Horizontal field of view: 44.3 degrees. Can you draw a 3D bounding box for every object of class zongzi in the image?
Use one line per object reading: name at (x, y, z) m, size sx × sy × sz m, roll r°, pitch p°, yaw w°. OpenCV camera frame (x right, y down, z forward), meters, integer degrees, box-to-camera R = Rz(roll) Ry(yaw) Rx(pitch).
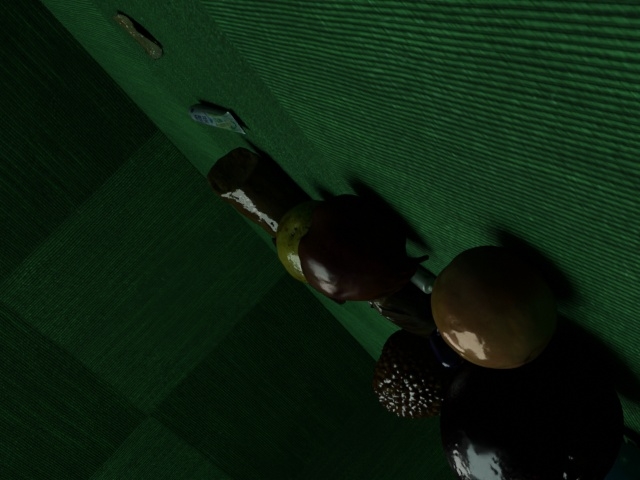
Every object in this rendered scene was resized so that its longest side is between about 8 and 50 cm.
zongzi at (0.223, 0.159, 1.733) m, size 0.241 × 0.111 × 0.247 m, roll 30°, pitch -179°, yaw 23°

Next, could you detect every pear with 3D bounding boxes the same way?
pear at (0.000, 0.000, 1.838) m, size 0.197 × 0.197 × 0.197 m, roll 43°, pitch 172°, yaw 7°

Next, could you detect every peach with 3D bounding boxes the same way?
peach at (0.251, 0.099, 1.124) m, size 0.184 × 0.184 × 0.184 m, roll 43°, pitch 172°, yaw 7°

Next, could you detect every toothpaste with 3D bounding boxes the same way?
toothpaste at (0.185, 0.057, 1.721) m, size 0.233 × 0.038 × 0.060 m, roll 40°, pitch 168°, yaw 47°
toothpaste at (-0.273, -0.319, 2.030) m, size 0.075 × 0.048 × 0.297 m, roll 52°, pitch 165°, yaw -31°

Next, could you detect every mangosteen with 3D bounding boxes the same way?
mangosteen at (0.329, 0.274, 1.268) m, size 0.297 × 0.296 × 0.313 m, roll 51°, pitch -163°, yaw -43°

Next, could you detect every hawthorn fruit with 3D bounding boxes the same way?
hawthorn fruit at (0.086, 0.020, 1.529) m, size 0.248 × 0.208 × 0.208 m, roll 15°, pitch 163°, yaw 17°

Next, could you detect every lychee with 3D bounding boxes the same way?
lychee at (0.277, 0.373, 2.178) m, size 0.267 × 0.267 × 0.267 m, roll 43°, pitch 172°, yaw 7°

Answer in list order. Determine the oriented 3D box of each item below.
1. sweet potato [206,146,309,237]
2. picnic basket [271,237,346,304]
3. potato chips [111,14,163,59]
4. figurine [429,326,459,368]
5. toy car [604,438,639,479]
sweet potato at (-0.122, -0.094, 2.065) m, size 0.369 × 0.158 × 0.158 m, roll 40°, pitch 173°, yaw -11°
picnic basket at (-0.004, 0.049, 2.279) m, size 0.222 × 0.129 × 0.297 m, roll 49°, pitch 170°, yaw -26°
potato chips at (-0.458, -0.516, 1.996) m, size 0.209 × 0.026 × 0.142 m, roll 29°, pitch 160°, yaw 54°
figurine at (0.340, 0.258, 1.571) m, size 0.421 × 0.154 × 0.193 m, roll 50°, pitch 175°, yaw -30°
toy car at (0.575, 0.483, 1.452) m, size 0.190 × 0.188 × 0.255 m, roll 22°, pitch 158°, yaw 49°
